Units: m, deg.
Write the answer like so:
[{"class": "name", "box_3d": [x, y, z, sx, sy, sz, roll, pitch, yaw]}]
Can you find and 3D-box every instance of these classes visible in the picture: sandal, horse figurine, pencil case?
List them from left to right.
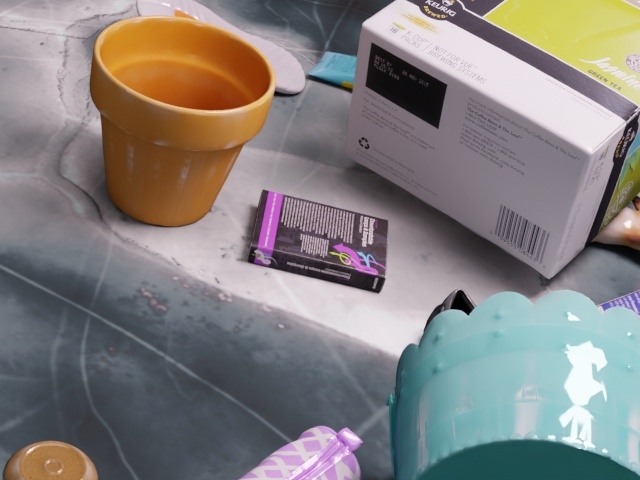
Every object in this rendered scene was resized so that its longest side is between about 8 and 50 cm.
[{"class": "sandal", "box_3d": [-0.146, -0.251, 1.760, 0.265, 0.076, 0.102, 24, 46, -26]}, {"class": "pencil case", "box_3d": [-0.051, 0.237, 1.119, 0.086, 0.088, 0.206, 36, 39, 22]}, {"class": "horse figurine", "box_3d": [0.380, -0.040, 1.686, 0.263, 0.066, 0.174, 17, 30, -1]}]

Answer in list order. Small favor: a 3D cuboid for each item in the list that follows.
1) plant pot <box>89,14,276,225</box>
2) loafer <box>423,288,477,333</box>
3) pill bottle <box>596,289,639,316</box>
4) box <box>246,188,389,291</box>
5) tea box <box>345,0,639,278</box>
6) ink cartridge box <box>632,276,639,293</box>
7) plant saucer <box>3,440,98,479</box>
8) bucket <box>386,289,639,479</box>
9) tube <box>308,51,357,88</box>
[{"class": "plant pot", "box_3d": [-0.171, -0.128, 1.474, 0.205, 0.188, 0.205, 11, 37, -8]}, {"class": "loafer", "box_3d": [0.158, 0.141, 1.340, 0.076, 0.078, 0.223, 5, 37, -15]}, {"class": "pill bottle", "box_3d": [0.375, 0.102, 1.383, 0.187, 0.112, 0.112, -21, 38, 9]}, {"class": "box", "box_3d": [0.000, 0.000, 1.509, 0.162, 0.029, 0.116, 13, 36, -3]}, {"class": "tea box", "box_3d": [0.260, -0.184, 1.603, 0.329, 0.220, 0.323, 34, 52, 24]}, {"class": "ink cartridge box", "box_3d": [0.490, 0.102, 1.515, 0.154, 0.093, 0.212, 3, 40, -19]}, {"class": "plant saucer", "box_3d": [-0.241, 0.207, 1.145, 0.083, 0.015, 0.083, 11, 36, -8]}, {"class": "bucket", "box_3d": [0.190, 0.200, 1.120, 0.281, 0.281, 0.183, 17, 37, 0]}, {"class": "tube", "box_3d": [0.092, -0.230, 1.844, 0.207, 0.052, 0.080, 18, 30, 10]}]
